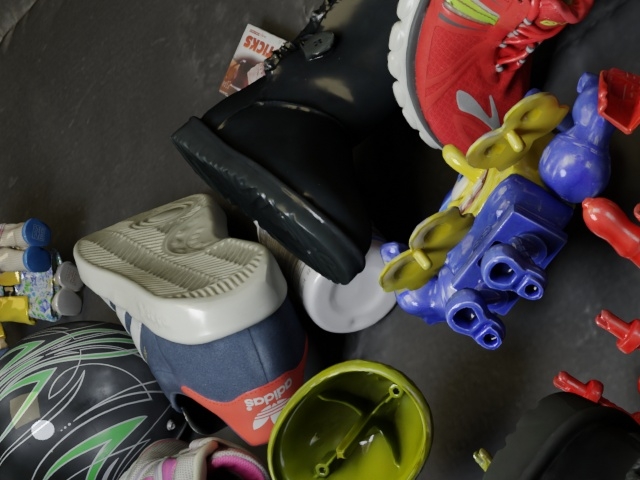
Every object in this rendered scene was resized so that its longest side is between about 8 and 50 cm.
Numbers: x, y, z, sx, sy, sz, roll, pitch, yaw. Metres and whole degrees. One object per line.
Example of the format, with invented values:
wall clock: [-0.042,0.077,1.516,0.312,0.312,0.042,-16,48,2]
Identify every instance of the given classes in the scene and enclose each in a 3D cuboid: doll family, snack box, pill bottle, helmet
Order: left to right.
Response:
doll family: [-0.305,0.097,1.642,0.163,0.118,0.263,-2,77,34]
helmet: [-0.195,0.145,1.438,0.169,0.169,0.161,59,138,47]
snack box: [-0.022,-0.125,1.436,0.178,0.022,0.064,32,99,54]
pill bottle: [0.000,0.000,1.304,0.078,0.078,0.137,-58,39,17]

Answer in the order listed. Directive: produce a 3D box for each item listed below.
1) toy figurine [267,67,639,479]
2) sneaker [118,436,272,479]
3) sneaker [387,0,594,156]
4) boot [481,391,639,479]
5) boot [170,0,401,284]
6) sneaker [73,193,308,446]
toy figurine: [0.130,0.020,1.124,0.362,0.191,0.217,-55,8,31]
sneaker: [-0.077,0.194,1.277,0.111,0.103,0.252,-56,20,6]
sneaker: [0.118,-0.152,1.126,0.118,0.107,0.279,35,142,34]
boot: [0.155,0.254,0.903,0.260,0.131,0.348,20,82,49]
boot: [0.021,-0.094,1.244,0.207,0.094,0.246,-43,32,-6]
sneaker: [-0.098,0.065,1.380,0.350,0.131,0.148,-140,27,-70]
